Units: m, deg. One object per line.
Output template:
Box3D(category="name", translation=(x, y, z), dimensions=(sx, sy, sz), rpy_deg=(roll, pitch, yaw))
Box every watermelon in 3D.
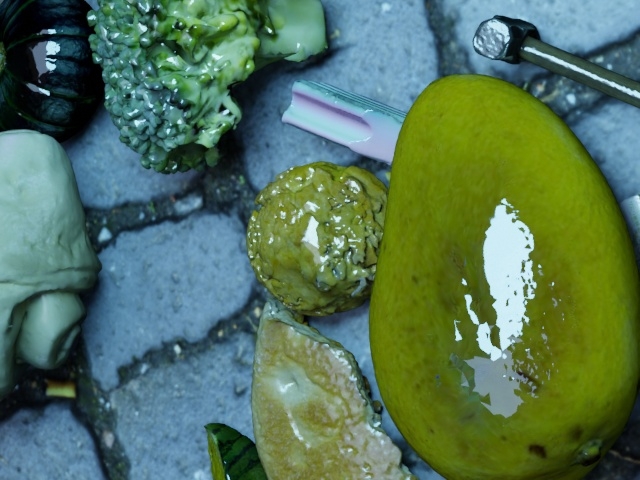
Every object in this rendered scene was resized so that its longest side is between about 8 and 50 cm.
Box3D(category="watermelon", translation=(-0.099, 0.303, 1.963), dimensions=(0.092, 0.075, 0.181), rpy_deg=(-9, 87, 32))

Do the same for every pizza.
Box3D(category="pizza", translation=(0.012, 0.231, 1.905), dimensions=(0.182, 0.074, 0.365), rpy_deg=(-27, 77, 27))

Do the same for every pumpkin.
Box3D(category="pumpkin", translation=(-0.337, -0.211, 2.036), dimensions=(0.202, 0.140, 0.202), rpy_deg=(-9, 78, 53))

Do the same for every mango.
Box3D(category="mango", translation=(0.180, 0.041, 1.742), dimensions=(0.301, 0.220, 0.445), rpy_deg=(-21, 72, 33))

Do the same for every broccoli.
Box3D(category="broccoli", translation=(-0.152, -0.251, 1.883), dimensions=(0.272, 0.334, 0.324), rpy_deg=(-34, 97, -9))

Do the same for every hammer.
Box3D(category="hammer", translation=(0.332, -0.147, 1.726), dimensions=(0.365, 0.111, 0.043), rpy_deg=(26, 104, 19))

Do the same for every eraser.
Box3D(category="eraser", translation=(0.330, -0.003, 1.762), dimensions=(0.038, 0.019, 0.083), rpy_deg=(-20, 81, 25))

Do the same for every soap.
Box3D(category="soap", translation=(0.046, -0.128, 1.868), dimensions=(0.149, 0.100, 0.056), rpy_deg=(24, 104, 25))

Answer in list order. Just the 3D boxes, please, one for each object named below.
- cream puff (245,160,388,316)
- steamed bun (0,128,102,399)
Box3D(category="cream puff", translation=(0.000, 0.000, 1.879), dimensions=(0.189, 0.129, 0.189), rpy_deg=(2, 93, 31))
Box3D(category="steamed bun", translation=(-0.397, 0.065, 1.996), dimensions=(0.339, 0.247, 0.352), rpy_deg=(-31, 30, 53))
